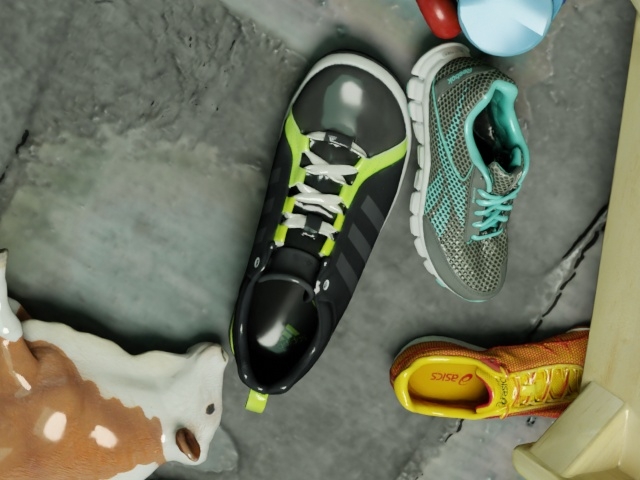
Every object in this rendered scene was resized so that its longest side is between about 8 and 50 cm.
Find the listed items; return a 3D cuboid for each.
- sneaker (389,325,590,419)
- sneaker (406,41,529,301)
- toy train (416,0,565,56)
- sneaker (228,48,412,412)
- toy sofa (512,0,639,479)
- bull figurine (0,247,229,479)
[{"bbox_3d":[0.133,0.095,1.117,0.175,0.067,0.064,-5,106,4],"label":"sneaker"},{"bbox_3d":[0.096,-0.036,1.062,0.065,0.076,0.167,-20,113,-25],"label":"sneaker"},{"bbox_3d":[0.063,-0.222,0.976,0.105,0.143,0.248,-26,105,11],"label":"toy train"},{"bbox_3d":[0.000,0.000,1.077,0.084,0.097,0.235,15,108,-2],"label":"sneaker"},{"bbox_3d":[0.241,-0.004,0.997,0.177,0.150,0.363,-5,111,-29],"label":"toy sofa"},{"bbox_3d":[-0.218,0.109,1.128,0.310,0.101,0.188,-25,101,9],"label":"bull figurine"}]
